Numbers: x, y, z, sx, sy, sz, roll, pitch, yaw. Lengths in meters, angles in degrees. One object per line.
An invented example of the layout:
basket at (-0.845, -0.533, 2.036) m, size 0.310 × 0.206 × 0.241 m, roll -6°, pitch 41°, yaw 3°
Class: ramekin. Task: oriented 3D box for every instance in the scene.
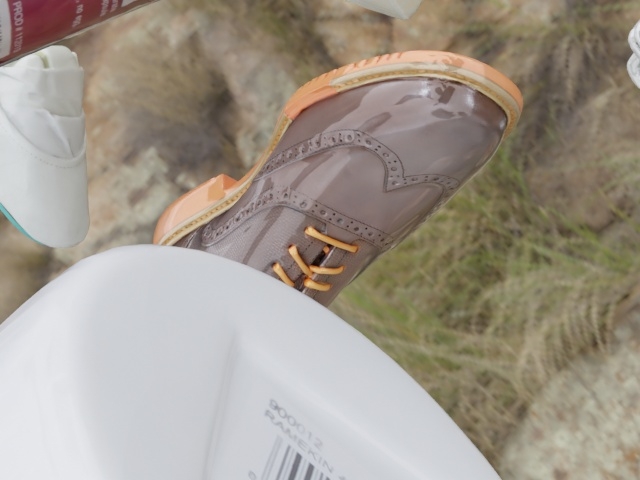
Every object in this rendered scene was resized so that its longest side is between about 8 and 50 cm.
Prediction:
ramekin at (-0.031, 0.131, 0.494) m, size 0.135 × 0.277 × 0.277 m, roll -46°, pitch 43°, yaw 21°

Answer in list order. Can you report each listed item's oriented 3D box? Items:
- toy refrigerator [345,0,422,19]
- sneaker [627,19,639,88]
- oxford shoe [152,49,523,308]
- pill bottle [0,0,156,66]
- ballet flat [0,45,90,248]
toy refrigerator at (0.044, -0.239, 0.596) m, size 0.094 × 0.102 × 0.269 m, roll 24°, pitch 82°, yaw 32°
sneaker at (0.261, -0.143, 0.977) m, size 0.095 × 0.235 × 0.090 m, roll -22°, pitch 81°, yaw 8°
oxford shoe at (0.000, 0.000, 0.947) m, size 0.364 × 0.130 × 0.132 m, roll -37°, pitch 36°, yaw 49°
pill bottle at (-0.202, -0.270, 1.083) m, size 0.392 × 0.224 × 0.224 m, roll -28°, pitch 39°, yaw -26°
ballet flat at (-0.307, -0.188, 1.389) m, size 0.139 × 0.139 × 0.400 m, roll -29°, pitch 82°, yaw 17°
